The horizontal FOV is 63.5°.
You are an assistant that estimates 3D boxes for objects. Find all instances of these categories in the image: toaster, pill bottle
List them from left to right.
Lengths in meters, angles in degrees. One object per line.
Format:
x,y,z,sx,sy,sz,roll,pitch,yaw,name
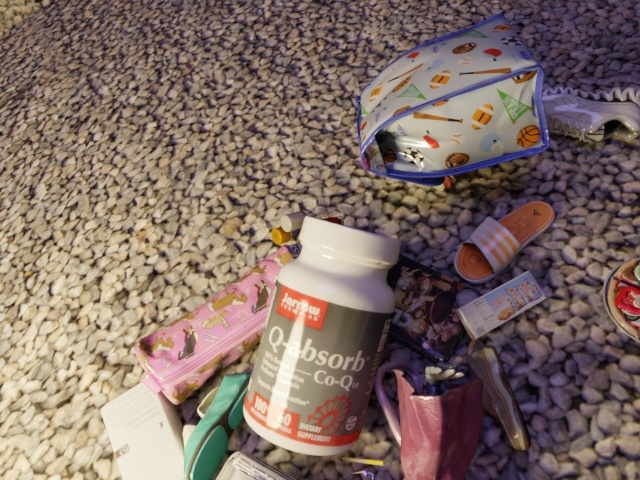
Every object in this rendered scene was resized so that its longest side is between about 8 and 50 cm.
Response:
-0.100,0.433,0.810,0.227,0.129,0.146,23,70,17,toaster
0.008,0.152,0.890,0.210,0.210,0.363,16,93,23,pill bottle

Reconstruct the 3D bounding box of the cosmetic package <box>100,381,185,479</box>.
-0.314,0.391,0.973,0.117,0.085,0.231,-33,54,-9,cosmetic package

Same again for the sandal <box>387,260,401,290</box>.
0.119,0.104,1.037,0.067,0.040,0.179,7,58,19,sandal

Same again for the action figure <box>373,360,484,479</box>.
0.164,0.380,0.800,0.275,0.248,0.370,-8,75,51,action figure

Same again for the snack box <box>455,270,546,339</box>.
0.350,0.123,1.000,0.178,0.022,0.064,-24,75,-17,snack box

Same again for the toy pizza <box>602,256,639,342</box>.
0.640,0.110,0.965,0.201,0.032,0.201,-7,55,9,toy pizza

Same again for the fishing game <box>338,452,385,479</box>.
0.035,0.465,0.789,0.041,0.189,0.264,25,67,-20,fishing game

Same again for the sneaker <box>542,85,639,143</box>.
0.600,-0.287,1.212,0.292,0.110,0.118,1,65,15,sneaker

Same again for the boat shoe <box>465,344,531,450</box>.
0.307,0.281,0.916,0.072,0.068,0.190,-22,43,13,boat shoe

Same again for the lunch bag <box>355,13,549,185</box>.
0.270,-0.298,1.169,0.385,0.239,0.328,-14,36,13,lunch bag

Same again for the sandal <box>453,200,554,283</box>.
0.386,-0.019,1.089,0.265,0.076,0.102,-37,55,-13,sandal

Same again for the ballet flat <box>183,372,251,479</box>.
-0.199,0.342,0.953,0.087,0.083,0.247,2,33,24,ballet flat

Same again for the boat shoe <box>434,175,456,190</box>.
0.265,-0.172,1.243,0.043,0.049,0.137,-32,57,-13,boat shoe

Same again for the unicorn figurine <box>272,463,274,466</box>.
-0.140,0.467,0.899,0.111,0.060,0.162,4,71,5,unicorn figurine

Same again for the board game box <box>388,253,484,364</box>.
0.185,0.127,1.058,0.243,0.042,0.165,27,66,28,board game box

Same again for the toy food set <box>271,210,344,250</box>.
0.000,0.000,1.161,0.104,0.111,0.232,-18,35,-38,toy food set

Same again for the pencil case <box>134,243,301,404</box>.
-0.175,0.166,1.044,0.386,0.167,0.160,-33,62,-9,pencil case
